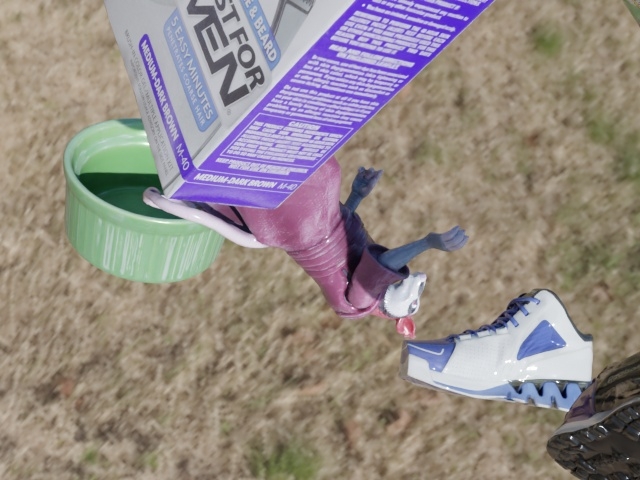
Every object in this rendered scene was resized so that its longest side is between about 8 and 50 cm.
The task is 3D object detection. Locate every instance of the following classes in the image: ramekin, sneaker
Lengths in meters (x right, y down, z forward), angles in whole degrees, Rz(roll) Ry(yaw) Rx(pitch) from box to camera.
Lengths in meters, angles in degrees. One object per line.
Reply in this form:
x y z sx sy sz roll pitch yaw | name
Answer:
-0.289 -0.064 1.941 0.303 0.148 0.303 12 35 -8 | ramekin
0.294 0.124 0.943 0.107 0.283 0.124 39 66 -9 | sneaker
0.278 0.154 1.740 0.315 0.127 0.182 10 81 -8 | sneaker

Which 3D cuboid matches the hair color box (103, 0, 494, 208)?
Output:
0.002 -0.187 0.725 0.110 0.339 0.185 5 54 -44 | hair color box

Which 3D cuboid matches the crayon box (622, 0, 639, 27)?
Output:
0.487 -0.468 1.511 0.106 0.313 0.363 25 2 31 | crayon box

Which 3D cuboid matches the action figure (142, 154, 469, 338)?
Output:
0.000 0.000 1.444 0.275 0.248 0.370 -40 106 -7 | action figure
